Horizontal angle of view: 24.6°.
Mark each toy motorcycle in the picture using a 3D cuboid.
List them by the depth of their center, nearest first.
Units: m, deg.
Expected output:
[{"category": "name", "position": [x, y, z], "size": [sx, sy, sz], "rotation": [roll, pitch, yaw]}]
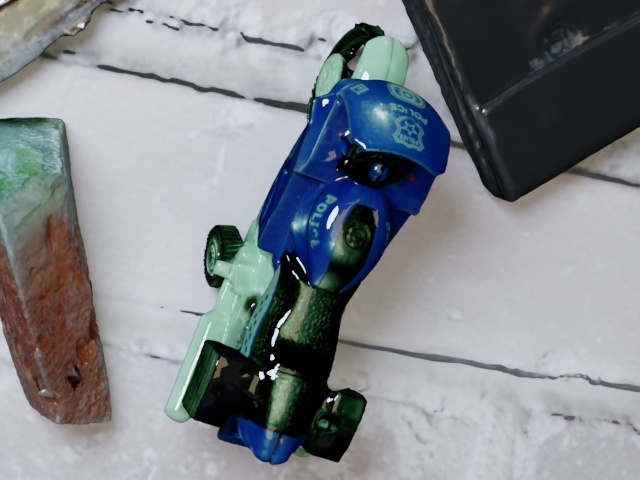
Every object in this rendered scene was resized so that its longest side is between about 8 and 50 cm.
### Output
[{"category": "toy motorcycle", "position": [0.000, 0.000, 1.064], "size": [0.125, 0.196, 0.331], "rotation": [19, 91, -20]}]

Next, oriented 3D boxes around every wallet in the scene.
[{"category": "wallet", "position": [0.271, -0.219, 1.188], "size": [0.406, 0.062, 0.228], "rotation": [-29, 106, -12]}]

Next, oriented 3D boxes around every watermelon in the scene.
[{"category": "watermelon", "position": [-0.197, 0.035, 1.051], "size": [0.094, 0.154, 0.241], "rotation": [-15, 116, -15]}]

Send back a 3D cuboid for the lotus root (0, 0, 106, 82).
[{"category": "lotus root", "position": [-0.216, -0.221, 1.028], "size": [0.329, 0.078, 0.167], "rotation": [-34, 130, -12]}]
